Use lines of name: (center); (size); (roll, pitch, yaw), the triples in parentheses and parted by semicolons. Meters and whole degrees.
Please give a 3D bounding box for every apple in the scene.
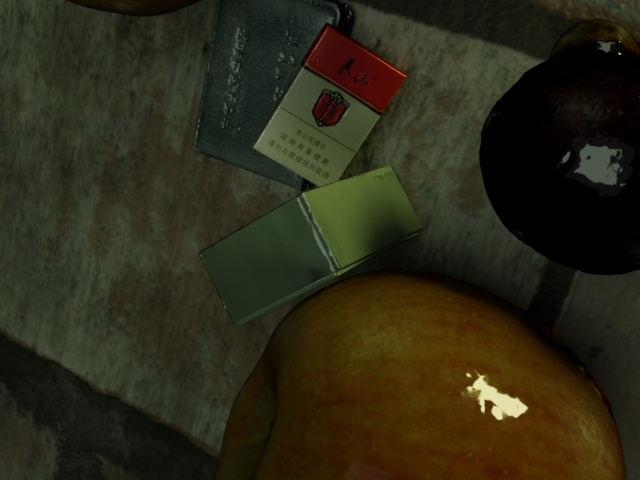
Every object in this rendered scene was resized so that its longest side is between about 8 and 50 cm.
apple: (0.069, 0.212, 0.729); (0.333, 0.400, 0.400); (37, 115, -4)

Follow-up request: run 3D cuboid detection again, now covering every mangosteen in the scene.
mangosteen: (0.257, -0.095, 0.695); (0.211, 0.211, 0.250); (32, 83, 17)

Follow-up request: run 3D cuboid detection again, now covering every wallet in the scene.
wallet: (-0.062, -0.183, 0.911); (0.167, 0.036, 0.222); (22, 110, 20)

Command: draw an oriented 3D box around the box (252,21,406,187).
box: (0.008, -0.141, 0.852); (0.100, 0.048, 0.152); (29, 111, -15)

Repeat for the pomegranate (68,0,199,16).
pomegranate: (-0.195, -0.425, 0.735); (0.416, 0.416, 0.417); (6, 103, 25)

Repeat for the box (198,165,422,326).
box: (0.000, 0.000, 0.812); (0.129, 0.225, 0.086); (-28, 87, 28)
